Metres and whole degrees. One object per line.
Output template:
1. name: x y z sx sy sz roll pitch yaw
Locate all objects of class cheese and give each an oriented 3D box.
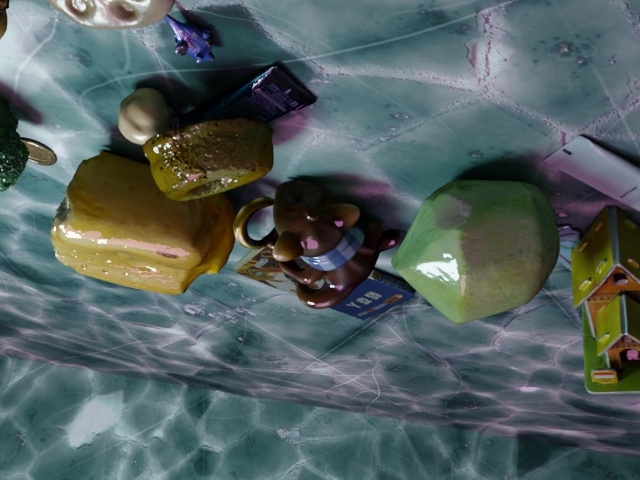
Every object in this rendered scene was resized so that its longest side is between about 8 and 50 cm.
1. cheese: -0.323 -0.413 1.179 0.235 0.117 0.218 16 153 -4

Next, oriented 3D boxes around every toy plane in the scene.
1. toy plane: -0.233 -0.356 1.342 0.062 0.054 0.167 -31 137 22

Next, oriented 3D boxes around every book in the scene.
1. book: 0.008 0.107 2.190 0.428 0.039 0.300 22 153 -18

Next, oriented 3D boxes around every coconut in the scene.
1. coconut: 0.300 0.017 1.593 0.329 0.281 0.328 -13 -179 0

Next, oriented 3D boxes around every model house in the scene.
1. model house: 0.569 0.116 1.675 0.340 0.300 0.323 -6 139 23

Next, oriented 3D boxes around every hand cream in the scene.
1. hand cream: -0.146 -0.249 1.515 0.271 0.061 0.120 -15 145 36
2. hand cream: 0.579 -0.099 1.491 0.321 0.067 0.109 24 154 -13

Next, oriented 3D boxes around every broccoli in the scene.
1. broccoli: -0.786 -0.197 1.700 0.308 0.307 0.275 26 178 -26

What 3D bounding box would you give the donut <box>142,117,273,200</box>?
1. donut: -0.208 -0.146 1.542 0.272 0.107 0.272 -12 174 -1

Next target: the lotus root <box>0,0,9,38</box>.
1. lotus root: -0.635 -0.383 1.354 0.284 0.146 0.160 -6 167 29

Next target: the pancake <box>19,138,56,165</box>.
1. pancake: -0.680 -0.208 1.891 0.115 0.011 0.115 12 154 6

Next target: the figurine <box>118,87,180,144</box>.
1. figurine: -0.314 -0.221 1.590 0.108 0.114 0.196 -10 155 29

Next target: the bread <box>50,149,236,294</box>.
1. bread: -0.391 -0.039 1.849 0.394 0.250 0.361 12 157 -7

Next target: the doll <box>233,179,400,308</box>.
1. doll: -0.001 -0.003 1.825 0.318 0.209 0.340 -29 145 8
